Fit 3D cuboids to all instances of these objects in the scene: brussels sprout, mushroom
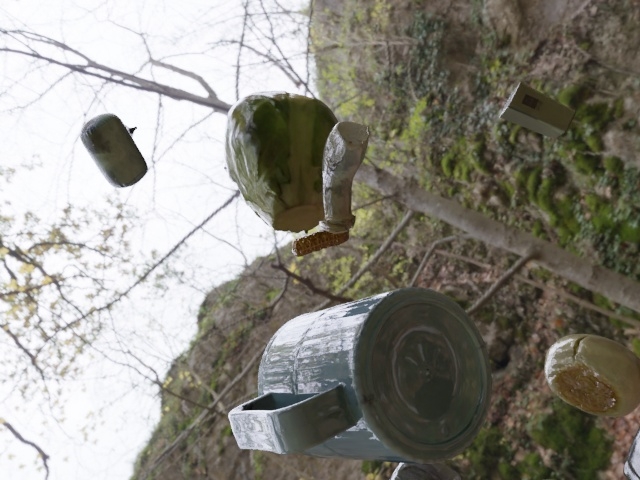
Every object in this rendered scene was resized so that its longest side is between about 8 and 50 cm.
[{"bbox_3d":[-0.093,-0.203,1.404,0.275,0.371,0.315,1,-46,-37],"label":"brussels sprout"},{"bbox_3d":[0.040,-0.115,1.109,0.081,0.092,0.223,-20,-48,-42],"label":"mushroom"}]

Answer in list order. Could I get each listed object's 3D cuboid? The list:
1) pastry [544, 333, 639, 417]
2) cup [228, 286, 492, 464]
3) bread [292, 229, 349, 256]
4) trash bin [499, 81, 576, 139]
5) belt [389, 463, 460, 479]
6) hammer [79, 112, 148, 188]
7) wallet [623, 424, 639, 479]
[{"bbox_3d":[0.449,0.216,0.942,0.092,0.156,0.156,-50,-33,-34],"label":"pastry"},{"bbox_3d":[0.050,0.209,0.899,0.331,0.311,0.257,16,-113,-24],"label":"cup"},{"bbox_3d":[0.000,0.000,1.478,0.157,0.044,0.052,-19,-48,7],"label":"bread"},{"bbox_3d":[0.325,-0.192,0.860,0.043,0.092,0.061,-64,-5,-3],"label":"trash bin"},{"bbox_3d":[0.164,0.528,1.104,0.289,0.164,0.184,-31,-44,-57],"label":"belt"},{"bbox_3d":[-0.329,-0.162,0.941,0.069,0.194,0.116,-26,-64,1],"label":"hammer"},{"bbox_3d":[0.414,0.251,0.639,0.245,0.052,0.169,-52,-23,-80],"label":"wallet"}]
